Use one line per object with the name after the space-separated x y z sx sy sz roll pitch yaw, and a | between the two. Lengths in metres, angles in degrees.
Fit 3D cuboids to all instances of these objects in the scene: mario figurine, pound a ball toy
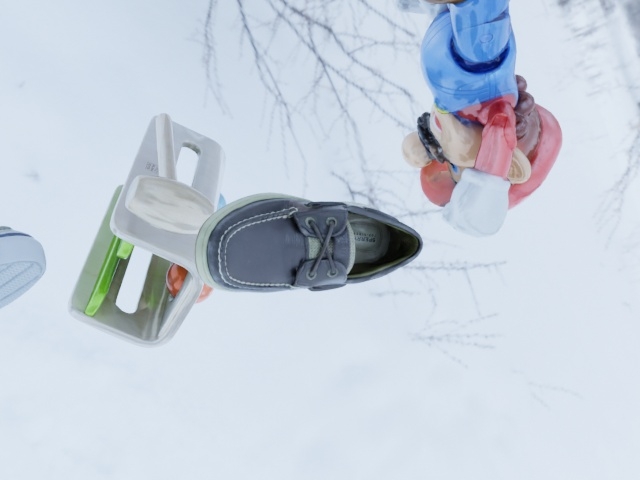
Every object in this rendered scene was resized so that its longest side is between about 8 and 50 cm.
0.109 -0.131 0.682 0.198 0.170 0.320 -55 146 -25 | mario figurine
-0.154 -0.031 0.851 0.135 0.208 0.319 26 28 -17 | pound a ball toy

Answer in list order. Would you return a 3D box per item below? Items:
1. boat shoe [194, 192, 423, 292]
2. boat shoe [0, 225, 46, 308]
0.000 0.000 0.436 0.152 0.049 0.056 -10 102 -46 | boat shoe
-0.404 0.040 0.731 0.109 0.302 0.094 51 20 -70 | boat shoe
